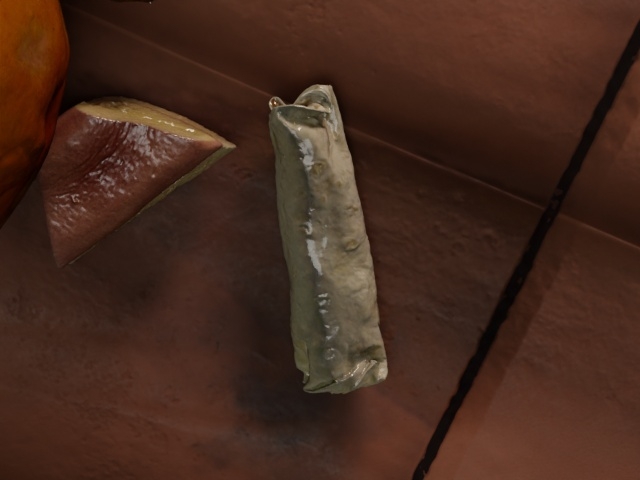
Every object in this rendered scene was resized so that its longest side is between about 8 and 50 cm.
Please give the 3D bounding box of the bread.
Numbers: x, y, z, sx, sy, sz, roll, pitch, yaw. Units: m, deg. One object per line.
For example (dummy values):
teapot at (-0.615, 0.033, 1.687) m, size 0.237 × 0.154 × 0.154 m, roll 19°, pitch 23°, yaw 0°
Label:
bread at (-0.179, -0.067, 1.521) m, size 0.192 × 0.067 × 0.119 m, roll -33°, pitch 111°, yaw 18°

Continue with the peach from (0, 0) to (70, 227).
peach at (-0.348, -0.130, 1.377) m, size 0.301 × 0.343 × 0.343 m, roll 27°, pitch 111°, yaw 1°

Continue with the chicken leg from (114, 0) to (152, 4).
chicken leg at (-0.226, -0.303, 1.437) m, size 0.304 × 0.093 × 0.113 m, roll 35°, pitch 93°, yaw 1°

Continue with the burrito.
burrito at (0.000, 0.000, 1.533) m, size 0.082 × 0.059 × 0.275 m, roll -9°, pitch 109°, yaw 2°
